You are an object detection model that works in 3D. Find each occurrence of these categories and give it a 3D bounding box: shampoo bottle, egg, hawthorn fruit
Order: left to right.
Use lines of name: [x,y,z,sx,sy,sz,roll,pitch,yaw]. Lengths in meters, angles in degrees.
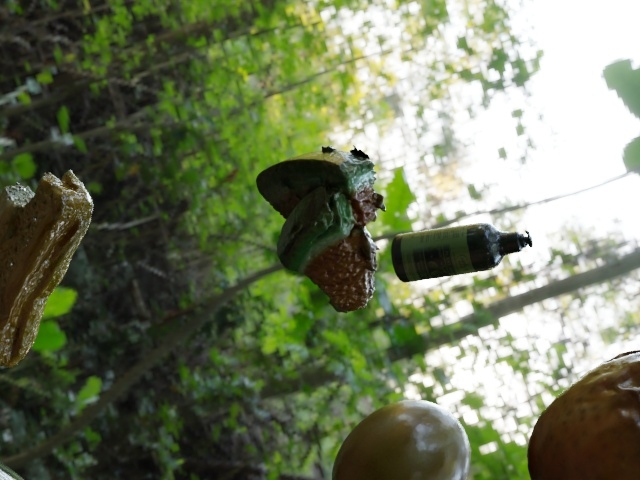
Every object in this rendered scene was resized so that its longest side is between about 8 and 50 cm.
egg: [0.190,0.528,2.473,0.282,0.351,0.283,44,-31,36]
shampoo bottle: [0.288,0.018,2.123,0.101,0.283,0.101,-9,90,-69]
hawthorn fruit: [0.643,0.410,2.028,0.472,0.471,0.472,162,-90,-83]

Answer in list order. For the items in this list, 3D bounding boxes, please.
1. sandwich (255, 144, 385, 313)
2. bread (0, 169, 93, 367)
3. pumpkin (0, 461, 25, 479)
sandwich: [0.000,0.000,1.772,0.250,0.162,0.301,7,-54,48]
bread: [-0.518,0.035,1.819,0.185,0.109,0.380,47,-63,34]
pumpkin: [-0.468,0.432,1.126,0.344,0.454,0.454,35,-8,-2]
